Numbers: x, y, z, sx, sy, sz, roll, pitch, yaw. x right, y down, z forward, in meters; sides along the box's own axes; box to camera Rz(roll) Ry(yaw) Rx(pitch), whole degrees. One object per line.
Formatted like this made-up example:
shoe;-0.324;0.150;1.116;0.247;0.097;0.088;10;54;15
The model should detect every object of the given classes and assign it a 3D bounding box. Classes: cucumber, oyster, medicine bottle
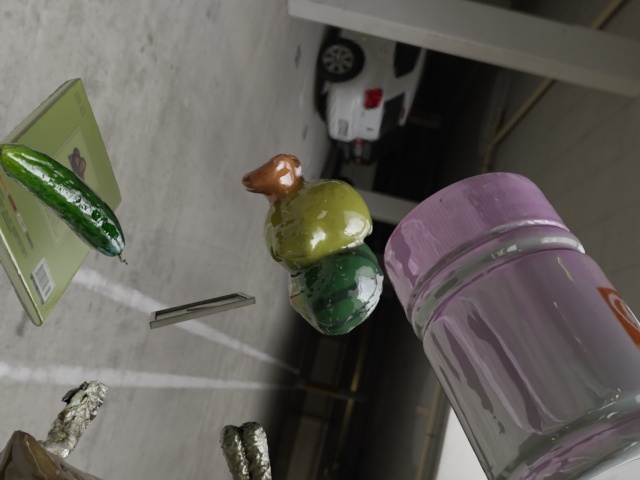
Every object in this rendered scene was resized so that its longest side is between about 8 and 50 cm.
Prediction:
cucumber;-0.198;-0.031;0.592;0.168;0.039;0.039;54;44;-53
oyster;-0.351;0.269;1.061;0.200;0.061;0.106;-65;171;-62
medicine bottle;0.213;0.106;0.759;0.202;0.202;0.316;103;-29;-50

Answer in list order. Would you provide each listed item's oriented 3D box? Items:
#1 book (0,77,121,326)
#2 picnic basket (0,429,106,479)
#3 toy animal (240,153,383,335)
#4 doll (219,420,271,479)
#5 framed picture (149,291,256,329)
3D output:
book;-0.394;-0.069;1.111;0.352;0.035;0.239;-81;162;-56
picnic basket;-0.159;0.338;0.433;0.293;0.337;0.337;59;38;-50
toy animal;0.003;0.000;1.305;0.216;0.191;0.338;-91;158;-81
doll;-0.068;0.406;1.041;0.091;0.203;0.286;162;-60;-68
framed picture;-0.221;0.124;1.363;0.250;0.184;0.016;173;-96;-77
